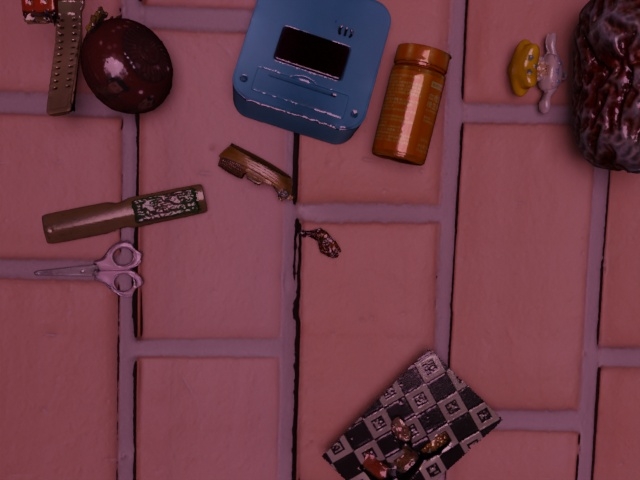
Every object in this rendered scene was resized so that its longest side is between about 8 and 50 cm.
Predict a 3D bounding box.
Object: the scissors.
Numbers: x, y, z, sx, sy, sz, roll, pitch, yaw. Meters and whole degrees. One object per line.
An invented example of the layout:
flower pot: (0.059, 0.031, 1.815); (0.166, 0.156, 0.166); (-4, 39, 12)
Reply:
scissors: (-0.405, 0.052, 1.214); (0.189, 0.015, 0.100); (-2, 97, -3)

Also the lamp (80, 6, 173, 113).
lamp: (-0.322, -0.280, 1.138); (0.135, 0.156, 0.157); (-20, 60, 37)

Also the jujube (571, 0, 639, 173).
jujube: (0.530, -0.267, 1.155); (0.226, 0.226, 0.316); (-1, 92, -4)

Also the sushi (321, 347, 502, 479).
sushi: (0.161, 0.352, 1.262); (0.192, 0.043, 0.279); (45, 90, -6)

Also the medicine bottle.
medicine bottle: (0.155, -0.230, 1.190); (0.096, 0.096, 0.191); (14, 93, -5)

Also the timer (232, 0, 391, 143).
timer: (-0.015, -0.315, 1.197); (0.232, 0.091, 0.249); (18, 82, -4)

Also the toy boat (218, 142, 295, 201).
toy boat: (-0.108, -0.115, 1.206); (0.149, 0.047, 0.049); (30, 105, -3)

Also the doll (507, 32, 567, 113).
doll: (0.384, -0.290, 1.225); (0.113, 0.071, 0.135); (-21, 102, -20)

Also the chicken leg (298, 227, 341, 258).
chicken leg: (0.002, 0.000, 1.235); (0.083, 0.021, 0.036); (39, 100, -5)

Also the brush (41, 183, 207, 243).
brush: (-0.338, -0.045, 1.198); (0.283, 0.048, 0.054); (-11, 95, -1)

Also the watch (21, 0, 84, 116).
watch: (-0.420, -0.350, 1.092); (0.102, 0.165, 0.268); (-3, 68, -3)
